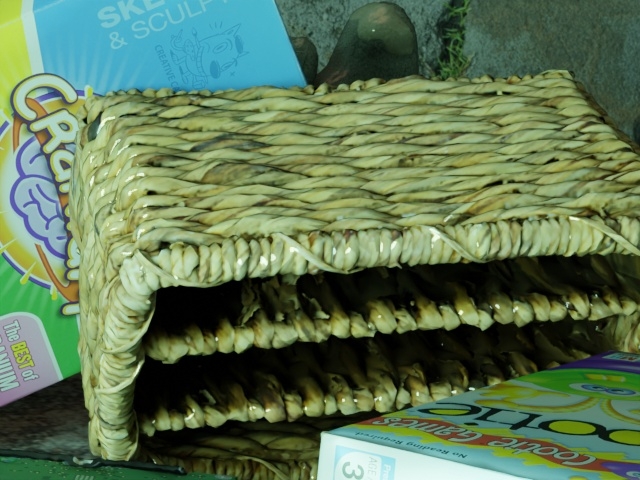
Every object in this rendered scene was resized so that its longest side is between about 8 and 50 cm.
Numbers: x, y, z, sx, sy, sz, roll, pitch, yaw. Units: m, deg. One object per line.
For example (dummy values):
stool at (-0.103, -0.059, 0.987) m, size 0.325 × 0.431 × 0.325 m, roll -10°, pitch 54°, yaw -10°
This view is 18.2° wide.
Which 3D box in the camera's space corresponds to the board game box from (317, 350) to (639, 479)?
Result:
board game box at (0.122, 0.140, 0.840) m, size 0.142 × 0.144 × 0.275 m, roll 10°, pitch 8°, yaw 30°

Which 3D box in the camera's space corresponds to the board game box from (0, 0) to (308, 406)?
board game box at (-0.157, -0.035, 1.111) m, size 0.316 × 0.242 × 0.064 m, roll -24°, pitch 40°, yaw -2°

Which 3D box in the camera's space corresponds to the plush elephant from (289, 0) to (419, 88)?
plush elephant at (0.000, -0.009, 1.335) m, size 0.330 × 0.272 × 0.255 m, roll -24°, pitch 0°, yaw -9°

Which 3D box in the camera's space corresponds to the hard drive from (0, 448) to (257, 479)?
hard drive at (-0.194, 0.143, 0.879) m, size 0.339 × 0.064 × 0.237 m, roll 5°, pitch 8°, yaw 0°

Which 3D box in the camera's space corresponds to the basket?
basket at (0.028, 0.048, 1.023) m, size 0.299 × 0.213 × 0.223 m, roll -4°, pitch 25°, yaw -13°
